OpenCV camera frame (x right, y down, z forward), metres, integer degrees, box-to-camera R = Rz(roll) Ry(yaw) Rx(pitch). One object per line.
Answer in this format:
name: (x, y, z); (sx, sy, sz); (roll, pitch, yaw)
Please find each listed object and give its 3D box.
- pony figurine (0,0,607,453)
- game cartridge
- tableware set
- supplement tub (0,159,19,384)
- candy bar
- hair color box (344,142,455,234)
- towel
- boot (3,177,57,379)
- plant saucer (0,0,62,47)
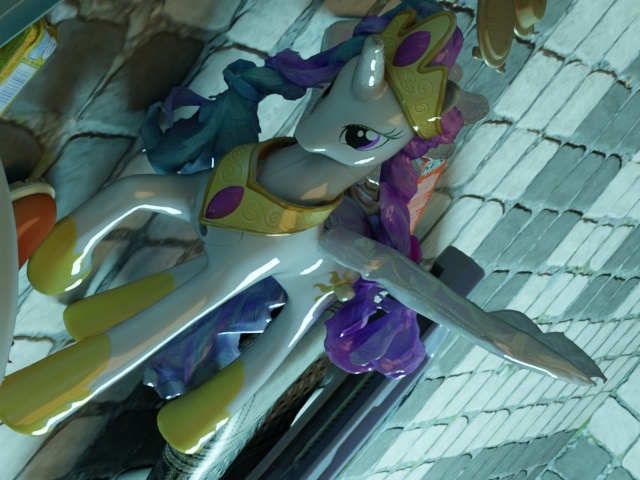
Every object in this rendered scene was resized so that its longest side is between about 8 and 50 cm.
pony figurine: (0.000, 0.000, 1.144); (0.363, 0.303, 0.351); (-36, 155, 18)
game cartridge: (0.017, 0.179, 1.650); (0.355, 0.068, 0.230); (-48, 167, -19)
tableware set: (0.127, -0.199, 1.188); (0.141, 0.020, 0.169); (-25, 116, -60)
supplement tub: (-0.287, 0.019, 0.585); (0.325, 0.235, 0.235); (-11, 140, -58)
candy bar: (-0.195, -0.059, 0.937); (0.161, 0.018, 0.040); (-49, 163, 7)
hair color box: (0.047, -0.042, 1.378); (0.043, 0.072, 0.141); (-29, 153, -40)
towel: (-0.063, 0.163, 1.482); (0.312, 0.056, 0.324); (-60, 170, 32)
boot: (-0.197, 0.038, 1.027); (0.158, 0.084, 0.059); (-49, 158, 3)
plant saucer: (-0.159, -0.158, 0.823); (0.067, 0.018, 0.192); (-40, 158, -17)
